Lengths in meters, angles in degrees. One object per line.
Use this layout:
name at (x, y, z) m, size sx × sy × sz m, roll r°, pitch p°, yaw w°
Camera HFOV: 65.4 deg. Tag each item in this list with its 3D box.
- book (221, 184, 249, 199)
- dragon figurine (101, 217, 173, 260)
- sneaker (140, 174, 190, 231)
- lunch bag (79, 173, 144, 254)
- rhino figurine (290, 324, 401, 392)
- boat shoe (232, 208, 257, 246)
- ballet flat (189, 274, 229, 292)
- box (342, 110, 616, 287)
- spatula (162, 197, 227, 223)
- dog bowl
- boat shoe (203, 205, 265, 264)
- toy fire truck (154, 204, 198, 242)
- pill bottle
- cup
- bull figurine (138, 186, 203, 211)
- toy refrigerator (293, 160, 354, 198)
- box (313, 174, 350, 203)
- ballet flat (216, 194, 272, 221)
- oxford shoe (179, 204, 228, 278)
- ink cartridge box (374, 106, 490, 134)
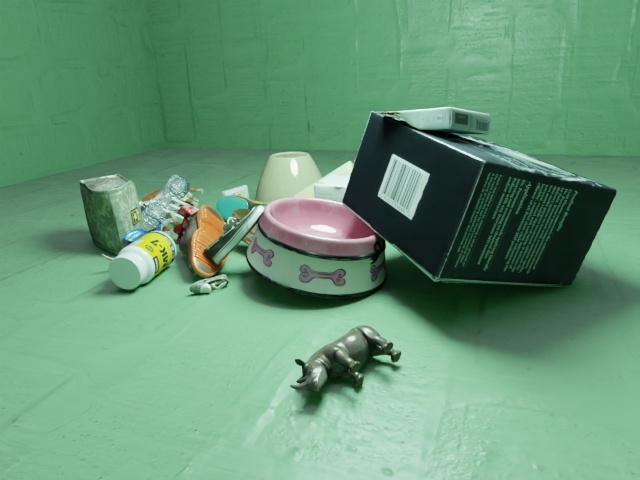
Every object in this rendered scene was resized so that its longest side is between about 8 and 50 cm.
book at (-0.371, -0.181, 2.176) m, size 0.035 × 0.096 × 0.144 m, roll 10°, pitch 23°, yaw 31°
dragon figurine at (-0.593, 0.011, 1.651) m, size 0.144 × 0.085 × 0.289 m, roll 15°, pitch 35°, yaw 43°
sneaker at (-0.637, -0.131, 1.994) m, size 0.129 × 0.111 × 0.297 m, roll -29°, pitch 20°, yaw 53°
lunch bag at (-0.722, -0.094, 1.750) m, size 0.169 × 0.235 × 0.287 m, roll -16°, pitch 24°, yaw -30°
rhino figurine at (0.039, 0.234, 0.963) m, size 0.243 × 0.073 × 0.106 m, roll -19°, pitch 29°, yaw -37°
boat shoe at (-0.185, 0.002, 1.630) m, size 0.302 × 0.098 × 0.109 m, roll 34°, pitch 31°, yaw 31°
ballet flat at (-0.303, 0.124, 1.377) m, size 0.114 × 0.041 × 0.041 m, roll -18°, pitch 24°, yaw -36°
box at (0.395, -0.114, 1.341) m, size 0.471 × 0.297 × 0.480 m, roll 7°, pitch 22°, yaw -30°
spatula at (-0.474, -0.094, 1.910) m, size 0.242 × 0.019 × 0.168 m, roll 24°, pitch 23°, yaw -8°
dog bowl at (0.000, 0.000, 1.408) m, size 0.408 × 0.150 × 0.408 m, roll 9°, pitch 21°, yaw -4°
boat shoe at (-0.252, -0.029, 1.453) m, size 0.219 × 0.070 × 0.078 m, roll -46°, pitch 2°, yaw 6°
toy fire truck at (-0.515, -0.061, 1.783) m, size 0.135 × 0.192 × 0.047 m, roll 34°, pitch 31°, yaw 13°
pill bottle at (-0.522, 0.057, 1.469) m, size 0.119 × 0.119 × 0.208 m, roll 1°, pitch 20°, yaw 10°
cup at (-0.127, -0.250, 2.135) m, size 0.331 × 0.237 × 0.331 m, roll -3°, pitch 19°, yaw 1°
bull figurine at (-0.666, -0.177, 2.200) m, size 0.188 × 0.101 × 0.310 m, roll 14°, pitch 30°, yaw 23°
toy refrigerator at (0.036, -0.176, 1.887) m, size 0.269 × 0.102 × 0.094 m, roll -29°, pitch 46°, yaw 24°
box at (0.092, -0.149, 1.706) m, size 0.181 × 0.119 × 0.182 m, roll 6°, pitch 21°, yaw 21°
ballet flat at (-0.252, -0.104, 1.944) m, size 0.348 × 0.123 × 0.123 m, roll 10°, pitch 22°, yaw 33°
oxford shoe at (-0.382, 0.027, 1.594) m, size 0.133 × 0.130 × 0.364 m, roll -42°, pitch 25°, yaw 16°
ink cartridge box at (0.282, -0.299, 1.270) m, size 0.189 × 0.066 × 0.232 m, roll -7°, pitch 8°, yaw -43°
